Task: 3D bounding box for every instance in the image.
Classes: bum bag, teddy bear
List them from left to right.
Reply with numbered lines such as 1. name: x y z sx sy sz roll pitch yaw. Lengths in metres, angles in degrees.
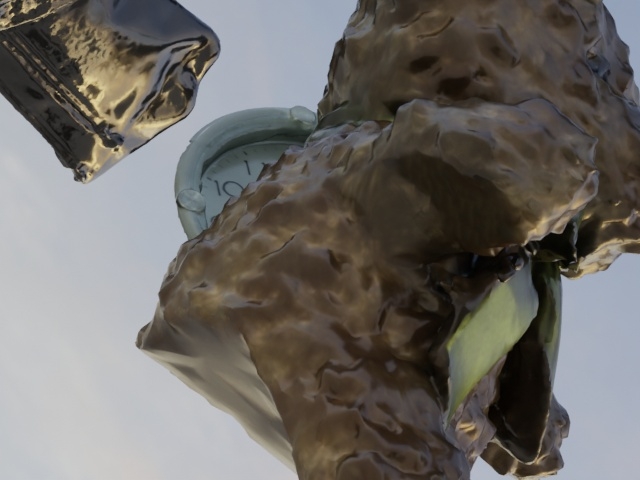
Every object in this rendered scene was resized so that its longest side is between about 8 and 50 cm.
1. bum bag: -0.153 -0.128 0.918 0.060 0.123 0.248 42 -3 38
2. teddy bear: 0.071 0.037 0.608 0.296 0.222 0.246 50 -10 31

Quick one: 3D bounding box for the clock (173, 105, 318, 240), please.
1. clock: 0.000 0.000 1.234 0.236 0.236 0.053 44 -48 19
